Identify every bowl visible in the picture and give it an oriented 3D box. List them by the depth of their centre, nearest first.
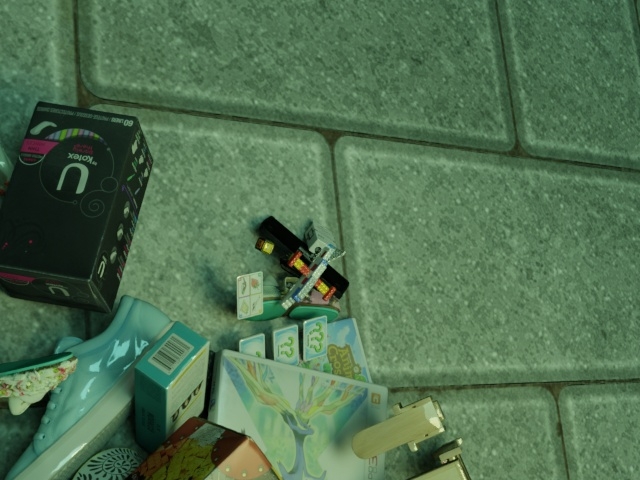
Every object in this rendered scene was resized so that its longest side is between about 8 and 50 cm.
[{"bbox_3d":[-0.281,0.393,1.458,0.170,0.080,0.170,-4,95,-48],"label":"bowl"}]

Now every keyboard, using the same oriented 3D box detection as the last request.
[{"bbox_3d":[-0.038,0.039,1.766,0.192,0.038,0.100,40,22,1],"label":"keyboard"}]

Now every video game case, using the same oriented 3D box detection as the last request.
[{"bbox_3d":[-0.035,0.354,1.623,0.329,0.036,0.300,17,64,-28],"label":"video game case"},{"bbox_3d":[0.008,0.255,1.762,0.193,0.023,0.212,-9,81,-35],"label":"video game case"}]

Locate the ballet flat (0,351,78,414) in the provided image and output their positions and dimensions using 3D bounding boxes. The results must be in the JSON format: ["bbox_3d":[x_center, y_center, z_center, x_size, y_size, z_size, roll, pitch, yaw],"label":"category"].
[{"bbox_3d":[-0.456,0.211,1.402,0.240,0.091,0.077,-9,97,-5],"label":"ballet flat"}]

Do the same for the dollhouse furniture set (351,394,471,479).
[{"bbox_3d":[0.182,0.425,1.738,0.173,0.355,0.303,-24,81,7],"label":"dollhouse furniture set"}]

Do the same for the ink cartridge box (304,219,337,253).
[{"bbox_3d":[0.000,0.000,1.818,0.048,0.028,0.083,33,19,-22],"label":"ink cartridge box"}]

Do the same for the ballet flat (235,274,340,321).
[{"bbox_3d":[-0.062,0.099,1.742,0.221,0.077,0.079,5,54,-38],"label":"ballet flat"}]

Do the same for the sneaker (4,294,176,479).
[{"bbox_3d":[-0.360,0.229,1.481,0.150,0.135,0.366,37,55,7],"label":"sneaker"}]

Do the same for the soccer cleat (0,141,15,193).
[{"bbox_3d":[-0.512,-0.152,1.518,0.196,0.068,0.076,45,53,-10],"label":"soccer cleat"}]

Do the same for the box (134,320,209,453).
[{"bbox_3d":[-0.222,0.228,1.485,0.060,0.244,0.100,32,55,13],"label":"box"}]

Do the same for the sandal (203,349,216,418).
[{"bbox_3d":[-0.171,0.263,1.637,0.067,0.040,0.179,-27,106,-31],"label":"sandal"}]

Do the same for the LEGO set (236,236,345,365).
[{"bbox_3d":[-0.050,0.106,1.655,0.182,0.060,0.244,-12,112,-33],"label":"LEGO set"}]

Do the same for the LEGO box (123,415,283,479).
[{"bbox_3d":[-0.139,0.557,1.378,0.372,0.193,0.500,-42,111,-25],"label":"LEGO box"}]

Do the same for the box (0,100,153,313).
[{"bbox_3d":[-0.368,-0.049,1.496,0.165,0.143,0.270,8,67,5],"label":"box"}]
